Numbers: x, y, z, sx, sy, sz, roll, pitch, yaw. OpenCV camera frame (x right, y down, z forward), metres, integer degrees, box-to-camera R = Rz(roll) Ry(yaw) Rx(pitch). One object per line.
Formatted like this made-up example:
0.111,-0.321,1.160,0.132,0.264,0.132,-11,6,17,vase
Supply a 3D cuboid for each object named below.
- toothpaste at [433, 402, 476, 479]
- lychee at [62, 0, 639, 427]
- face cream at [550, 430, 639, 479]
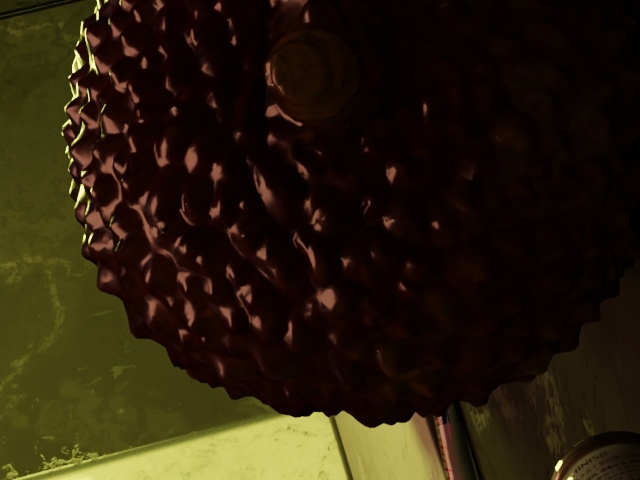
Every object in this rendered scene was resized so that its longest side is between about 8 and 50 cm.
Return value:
0.126,0.177,1.398,0.045,0.028,0.170,114,146,-71,toothpaste
0.022,-0.052,0.644,0.304,0.276,0.275,31,-136,-81,lychee
0.160,0.158,0.668,0.229,0.075,0.075,-101,-1,-69,face cream
